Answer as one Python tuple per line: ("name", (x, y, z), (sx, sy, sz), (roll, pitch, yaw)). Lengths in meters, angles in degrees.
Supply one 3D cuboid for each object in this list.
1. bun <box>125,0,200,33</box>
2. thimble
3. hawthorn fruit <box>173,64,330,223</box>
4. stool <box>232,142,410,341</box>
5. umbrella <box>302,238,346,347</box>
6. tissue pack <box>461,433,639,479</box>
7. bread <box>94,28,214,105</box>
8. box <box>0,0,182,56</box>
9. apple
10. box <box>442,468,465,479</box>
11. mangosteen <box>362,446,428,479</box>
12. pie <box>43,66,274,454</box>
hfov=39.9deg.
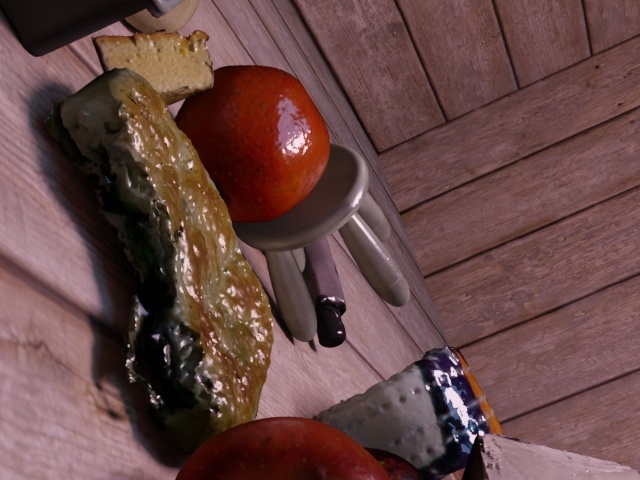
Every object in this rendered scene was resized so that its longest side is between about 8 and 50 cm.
("bun", (-0.216, -0.374, 1.108), (0.222, 0.127, 0.222), (-21, 90, -80))
("thimble", (0.108, 0.246, 1.147), (0.150, 0.237, 0.237), (64, 9, 12))
("hawthorn fruit", (-0.096, -0.098, 1.039), (0.196, 0.196, 0.225), (61, 36, -28))
("stool", (0.000, 0.000, 1.207), (0.195, 0.195, 0.199), (-102, 169, -53))
("umbrella", (-0.019, 0.018, 1.393), (0.073, 0.067, 0.337), (118, -36, -45))
("tissue pack", (0.200, 0.402, 0.843), (0.210, 0.198, 0.370), (-75, 178, -81))
("bread", (-0.176, -0.194, 0.975), (0.080, 0.109, 0.084), (43, 29, -73))
("box", (-0.221, -0.273, 0.836), (0.163, 0.135, 0.243), (61, 12, -20))
("apple", (-0.025, 0.218, 0.635), (0.168, 0.181, 0.181), (99, -27, -65))
("box", (0.266, 0.482, 1.857), (0.204, 0.051, 0.365), (-87, 152, -68))
("mangosteen", (0.037, 0.281, 0.873), (0.172, 0.172, 0.184), (63, -5, -16))
("pie", (-0.129, 0.019, 0.815), (0.296, 0.078, 0.371), (35, 34, -70))
